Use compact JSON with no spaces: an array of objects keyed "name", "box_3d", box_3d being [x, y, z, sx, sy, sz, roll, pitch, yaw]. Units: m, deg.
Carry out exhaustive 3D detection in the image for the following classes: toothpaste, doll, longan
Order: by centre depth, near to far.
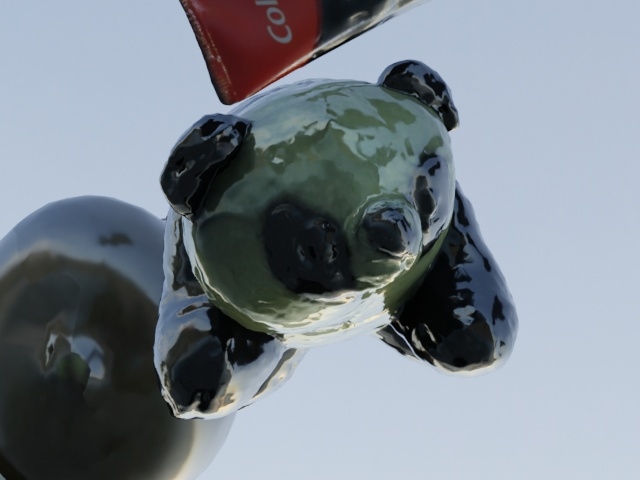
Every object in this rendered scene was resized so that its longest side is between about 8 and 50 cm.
[{"name":"toothpaste","box_3d":[0.033,-0.112,0.700,0.045,0.193,0.071,-18,-85,66]},{"name":"doll","box_3d":[-0.001,0.000,0.795,0.143,0.234,0.135,-11,-89,2]},{"name":"longan","box_3d":[-0.130,0.068,1.150,0.189,0.189,0.189,11,-47,12]}]

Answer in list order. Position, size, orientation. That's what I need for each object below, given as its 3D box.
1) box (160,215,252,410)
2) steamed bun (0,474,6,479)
[{"name":"box","box_3d":[-0.105,0.052,1.581,0.151,0.151,0.135,49,-7,-22]},{"name":"steamed bun","box_3d":[-0.238,0.247,1.284,0.324,0.324,0.206,28,-83,-4]}]
